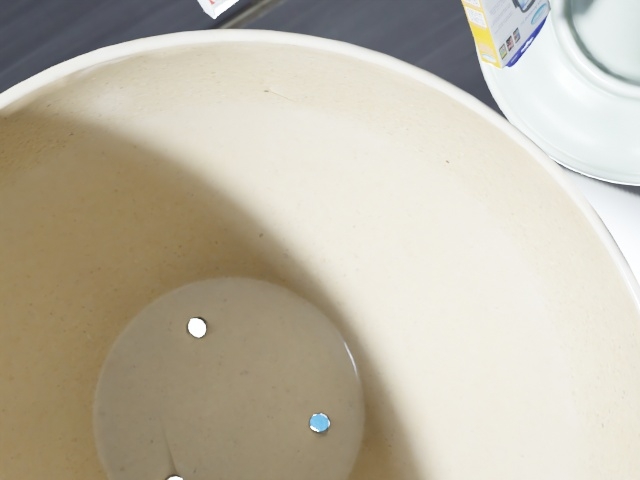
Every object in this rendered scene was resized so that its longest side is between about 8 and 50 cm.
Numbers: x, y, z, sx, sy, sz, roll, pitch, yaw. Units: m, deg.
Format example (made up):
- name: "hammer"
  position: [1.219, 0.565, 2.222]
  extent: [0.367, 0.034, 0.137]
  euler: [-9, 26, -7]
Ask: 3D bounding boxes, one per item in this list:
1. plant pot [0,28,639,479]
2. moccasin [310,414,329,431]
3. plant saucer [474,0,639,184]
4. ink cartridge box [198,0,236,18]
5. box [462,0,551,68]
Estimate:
- name: "plant pot"
  position: [-0.034, 0.079, 0.394]
  extent: [0.284, 0.284, 0.191]
  euler: [58, 171, -1]
- name: "moccasin"
  position: [0.069, 0.124, 0.834]
  extent: [0.342, 0.138, 0.117]
  euler: [38, -142, 19]
- name: "plant saucer"
  position: [0.360, -0.257, 1.048]
  extent: [0.400, 0.400, 0.100]
  euler: [58, -163, 3]
- name: "ink cartridge box"
  position: [-0.089, -0.397, 1.444]
  extent: [0.066, 0.189, 0.232]
  euler: [55, 178, -31]
- name: "box"
  position: [0.167, -0.218, 0.875]
  extent: [0.028, 0.081, 0.136]
  euler: [33, 167, 32]
